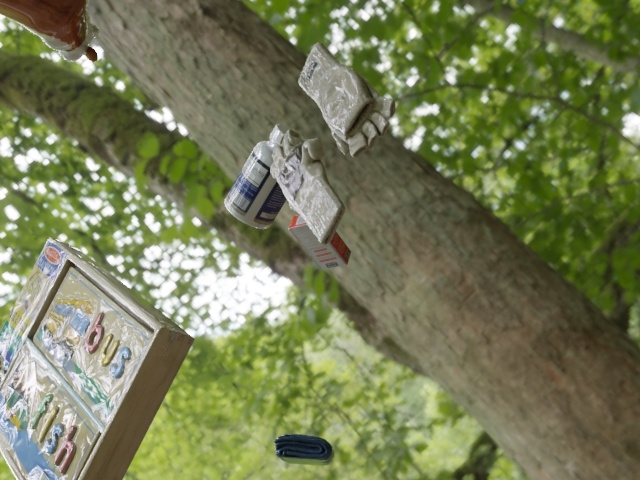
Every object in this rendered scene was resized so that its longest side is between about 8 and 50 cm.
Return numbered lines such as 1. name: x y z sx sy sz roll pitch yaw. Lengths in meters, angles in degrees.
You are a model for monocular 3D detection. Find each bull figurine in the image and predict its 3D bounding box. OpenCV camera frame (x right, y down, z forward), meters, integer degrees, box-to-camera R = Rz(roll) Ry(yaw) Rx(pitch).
1. bull figurine: -0.412 -0.381 1.165 0.310 0.101 0.188 14 -78 -58

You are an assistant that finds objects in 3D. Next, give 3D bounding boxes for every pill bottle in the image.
1. pill bottle: -0.088 -0.113 1.393 0.169 0.094 0.094 -57 -22 20

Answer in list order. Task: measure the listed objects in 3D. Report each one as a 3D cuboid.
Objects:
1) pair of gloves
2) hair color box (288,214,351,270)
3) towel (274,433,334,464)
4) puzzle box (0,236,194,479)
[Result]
1. pair of gloves: 0.009 -0.138 1.163 0.042 0.204 0.240 3 -59 -35
2. hair color box: 0.000 0.000 1.760 0.072 0.141 0.043 -14 39 31
3. towel: -0.017 0.248 0.955 0.119 0.067 0.029 83 -169 -70
4. puzzle box: -0.335 0.171 1.065 0.052 0.409 0.272 30 -94 -39
